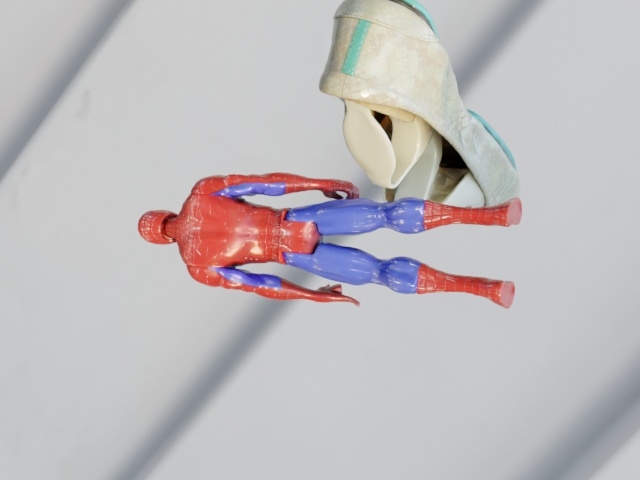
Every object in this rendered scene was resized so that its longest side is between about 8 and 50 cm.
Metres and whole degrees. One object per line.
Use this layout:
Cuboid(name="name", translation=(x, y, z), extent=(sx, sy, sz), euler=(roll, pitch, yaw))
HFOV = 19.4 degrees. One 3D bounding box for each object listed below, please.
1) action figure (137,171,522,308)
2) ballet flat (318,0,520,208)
Cuboid(name="action figure", translation=(0.000, 0.000, 0.543), extent=(0.115, 0.038, 0.030), euler=(5, 3, 18))
Cuboid(name="ballet flat", translation=(0.035, -0.038, 0.737), extent=(0.057, 0.052, 0.168), euler=(13, -19, 28))
